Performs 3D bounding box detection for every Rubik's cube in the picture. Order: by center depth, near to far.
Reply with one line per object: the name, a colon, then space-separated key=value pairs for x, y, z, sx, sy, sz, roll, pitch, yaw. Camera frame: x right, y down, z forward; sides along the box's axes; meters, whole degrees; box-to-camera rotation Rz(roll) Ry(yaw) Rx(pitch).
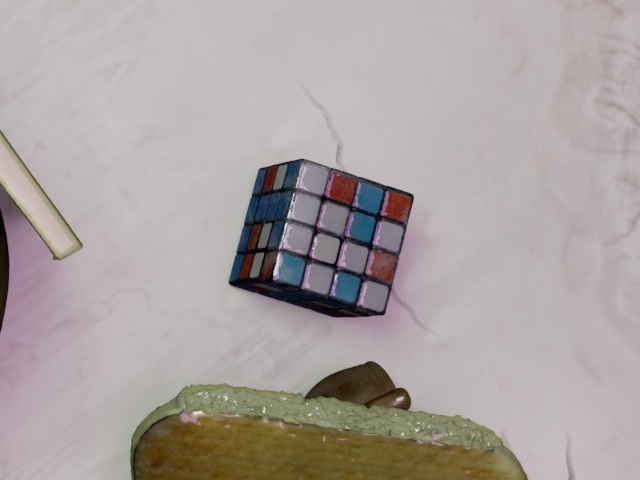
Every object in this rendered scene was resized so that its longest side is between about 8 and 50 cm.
Rubik's cube: x=0.000 y=0.000 z=1.418 sx=0.092 sy=0.092 sz=0.092 roll=18 pitch=82 yaw=-19

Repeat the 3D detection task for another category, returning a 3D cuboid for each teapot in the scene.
teapot: x=0.036 y=0.146 z=1.429 sx=0.080 sy=0.085 sz=0.110 roll=-19 pitch=92 yaw=-23

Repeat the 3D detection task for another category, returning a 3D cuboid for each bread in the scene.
bread: x=-0.004 y=0.206 z=1.396 sx=0.286 sy=0.056 sz=0.207 roll=13 pitch=109 yaw=-10

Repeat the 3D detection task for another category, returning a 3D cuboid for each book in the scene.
book: x=-0.226 y=-0.093 z=1.221 sx=0.021 sy=0.310 sz=0.217 roll=-34 pitch=100 yaw=-6

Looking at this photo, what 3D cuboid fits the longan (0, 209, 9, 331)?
longan: x=-0.327 y=0.021 z=1.183 sx=0.297 sy=0.297 sz=0.297 roll=1 pitch=87 yaw=-21
